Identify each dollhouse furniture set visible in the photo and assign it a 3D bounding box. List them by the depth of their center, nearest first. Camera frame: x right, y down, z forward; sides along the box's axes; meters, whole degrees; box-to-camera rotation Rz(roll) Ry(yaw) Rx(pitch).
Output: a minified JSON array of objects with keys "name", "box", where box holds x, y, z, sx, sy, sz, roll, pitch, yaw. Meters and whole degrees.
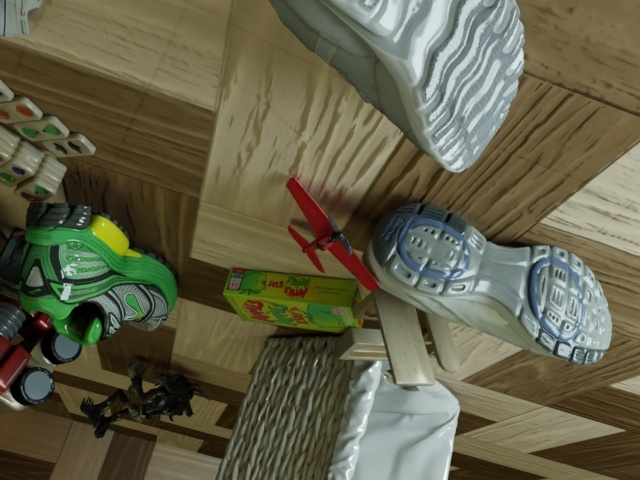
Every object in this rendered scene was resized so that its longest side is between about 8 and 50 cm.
[{"name":"dollhouse furniture set","box":[0.102,0.159,0.797,0.144,0.123,0.151,8,142,-28]}]

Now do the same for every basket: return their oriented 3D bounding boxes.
[{"name":"basket","box":[0.037,0.357,1.030,0.266,0.331,0.328,-2,148,37]}]

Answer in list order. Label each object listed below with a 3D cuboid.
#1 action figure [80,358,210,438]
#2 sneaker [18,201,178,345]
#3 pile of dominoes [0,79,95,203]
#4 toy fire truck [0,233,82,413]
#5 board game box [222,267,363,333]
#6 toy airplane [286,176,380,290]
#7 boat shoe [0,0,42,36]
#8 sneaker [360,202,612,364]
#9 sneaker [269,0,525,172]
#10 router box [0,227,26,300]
[{"name":"action figure","box":[-0.394,0.348,1.389,0.275,0.141,0.164,-17,138,1]},{"name":"sneaker","box":[-0.300,0.073,0.822,0.134,0.146,0.343,6,162,11]},{"name":"pile of dominoes","box":[-0.389,-0.125,0.638,0.196,0.040,0.251,-14,142,40]},{"name":"toy fire truck","box":[-0.493,0.117,0.959,0.158,0.217,0.246,-17,123,34]},{"name":"board game box","box":[-0.035,0.086,0.858,0.181,0.043,0.092,5,150,16]},{"name":"toy airplane","box":[0.000,0.000,0.660,0.151,0.028,0.151,47,166,15]},{"name":"boat shoe","box":[-0.231,-0.192,0.467,0.035,0.035,0.100,-3,157,-31]},{"name":"sneaker","box":[0.180,0.051,0.669,0.297,0.111,0.129,26,162,-8]},{"name":"sneaker","box":[0.040,-0.148,0.392,0.115,0.105,0.281,34,176,44]},{"name":"router box","box":[-0.415,0.049,0.904,0.122,0.092,0.038,28,148,-25]}]
